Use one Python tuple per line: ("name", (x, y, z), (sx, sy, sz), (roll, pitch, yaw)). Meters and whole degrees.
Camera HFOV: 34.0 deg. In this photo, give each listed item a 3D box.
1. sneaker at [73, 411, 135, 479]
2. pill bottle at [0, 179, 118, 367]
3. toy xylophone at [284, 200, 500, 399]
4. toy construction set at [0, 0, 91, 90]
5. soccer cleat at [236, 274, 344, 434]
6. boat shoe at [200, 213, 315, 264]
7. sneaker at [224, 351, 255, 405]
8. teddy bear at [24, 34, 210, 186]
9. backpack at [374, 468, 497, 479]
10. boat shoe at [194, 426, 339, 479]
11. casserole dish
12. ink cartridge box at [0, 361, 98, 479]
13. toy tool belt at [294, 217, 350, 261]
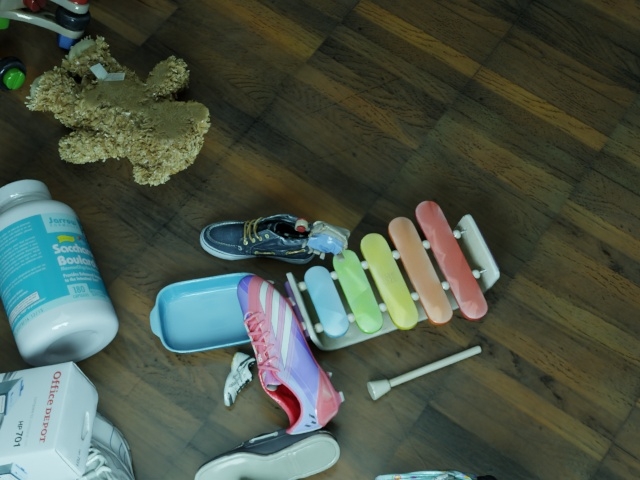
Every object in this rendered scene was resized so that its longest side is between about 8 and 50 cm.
("sneaker", (-0.295, 0.323, 1.411), (0.111, 0.129, 0.297), (-34, 68, -14))
("pill bottle", (-0.404, 0.042, 1.537), (0.146, 0.146, 0.264), (-21, 67, -12))
("toy xylophone", (0.120, 0.090, 1.570), (0.322, 0.081, 0.236), (-26, 68, -14))
("toy construction set", (-0.539, -0.432, 1.699), (0.257, 0.309, 0.237), (-34, 64, -26))
("soccer cleat", (-0.062, 0.158, 1.485), (0.095, 0.083, 0.248), (-21, 71, -34))
("boat shoe", (-0.096, -0.012, 1.610), (0.183, 0.083, 0.065), (6, 63, 1))
("sneaker", (-0.117, 0.203, 1.531), (0.036, 0.032, 0.083), (13, 64, 4))
("teddy bear", (-0.323, -0.209, 1.702), (0.337, 0.113, 0.245), (17, 57, 15))
("backpack", (0.155, 0.368, 1.410), (0.181, 0.152, 0.115), (-6, 58, 9))
("boat shoe", (-0.076, 0.308, 1.478), (0.206, 0.075, 0.065), (-15, 22, -4))
("casserole dish", (-0.160, 0.113, 1.573), (0.188, 0.037, 0.114), (-9, 64, -8))
("ink cartridge box", (-0.406, 0.249, 1.386), (0.190, 0.082, 0.140), (-12, 47, 13))
("toy tool belt", (0.000, 0.000, 1.541), (0.083, 0.052, 0.051), (16, 58, -8))
